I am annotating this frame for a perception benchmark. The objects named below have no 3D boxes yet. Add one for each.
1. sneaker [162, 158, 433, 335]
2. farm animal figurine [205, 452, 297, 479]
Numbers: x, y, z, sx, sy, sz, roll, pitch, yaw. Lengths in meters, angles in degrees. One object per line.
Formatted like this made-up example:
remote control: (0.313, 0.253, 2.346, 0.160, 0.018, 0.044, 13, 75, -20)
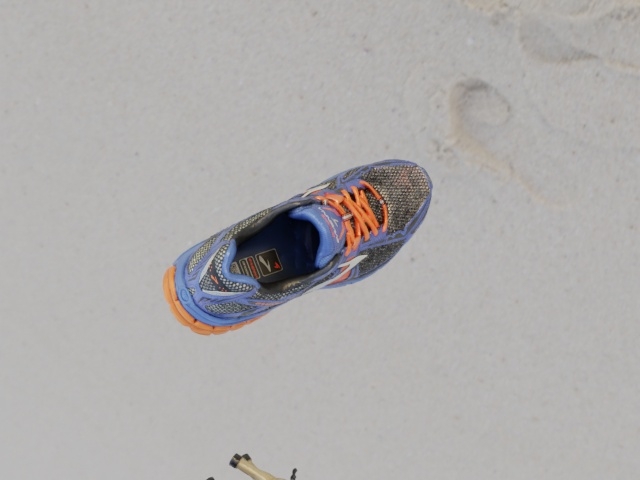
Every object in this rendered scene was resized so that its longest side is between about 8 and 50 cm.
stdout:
sneaker: (0.000, 0.000, 0.697, 0.083, 0.221, 0.087, 60, 151, 1)
farm animal figurine: (-0.160, 0.449, 1.221, 0.172, 0.327, 0.330, 38, 106, 20)
